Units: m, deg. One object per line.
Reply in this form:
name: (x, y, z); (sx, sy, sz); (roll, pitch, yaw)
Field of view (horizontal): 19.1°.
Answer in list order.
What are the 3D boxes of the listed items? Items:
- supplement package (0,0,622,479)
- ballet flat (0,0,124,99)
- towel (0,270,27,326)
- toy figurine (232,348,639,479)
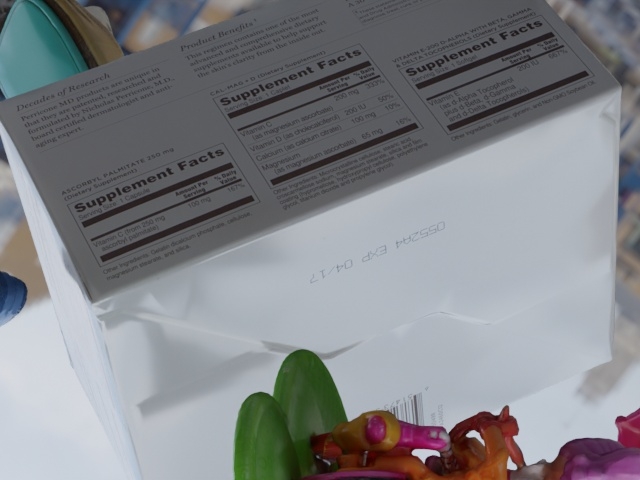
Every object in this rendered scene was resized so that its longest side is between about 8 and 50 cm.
supplement package: (0.000, 0.000, 0.945); (0.204, 0.261, 0.145); (83, 161, -48)
ballet flat: (-0.158, -0.127, 1.044); (0.232, 0.080, 0.073); (48, -139, 17)
towel: (-0.201, 0.027, 0.883); (0.119, 0.067, 0.029); (13, -118, -43)
toy figurine: (0.068, 0.088, 0.671); (0.173, 0.159, 0.130); (47, -144, -68)
